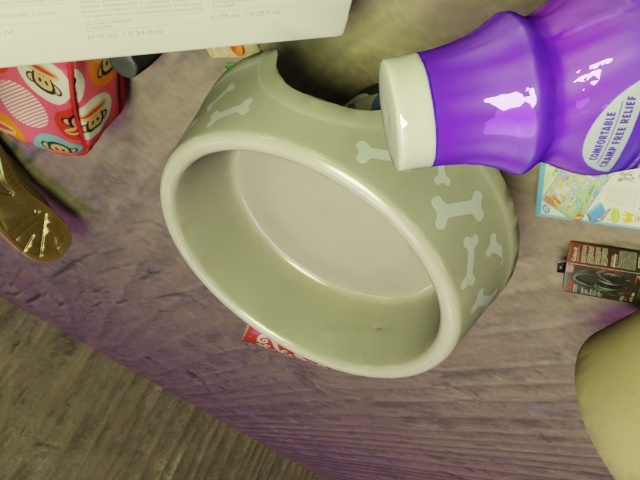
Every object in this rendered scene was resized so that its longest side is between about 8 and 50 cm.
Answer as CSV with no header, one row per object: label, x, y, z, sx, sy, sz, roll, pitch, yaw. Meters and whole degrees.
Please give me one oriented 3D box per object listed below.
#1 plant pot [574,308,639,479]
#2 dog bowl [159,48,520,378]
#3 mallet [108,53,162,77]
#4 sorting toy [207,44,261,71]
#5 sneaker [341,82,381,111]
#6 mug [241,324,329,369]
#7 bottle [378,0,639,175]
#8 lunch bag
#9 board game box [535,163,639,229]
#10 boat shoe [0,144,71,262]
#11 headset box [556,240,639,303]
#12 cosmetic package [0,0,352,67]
plant pot,0.419,0.114,0.479,0.257,0.256,0.274,26,135,-1
dog bowl,0.000,0.000,0.535,0.349,0.102,0.348,22,144,17
mallet,-0.190,-0.239,0.519,0.039,0.062,0.189,20,150,12
sorting toy,-0.092,-0.197,0.564,0.062,0.012,0.083,8,146,28
sneaker,0.033,-0.098,0.559,0.211,0.081,0.080,-6,136,41
mug,-0.040,0.155,0.997,0.169,0.113,0.150,24,153,-4
bottle,0.178,-0.096,0.323,0.283,0.092,0.118,-10,143,0
lunch bag,-0.360,-0.239,0.589,0.293,0.120,0.258,27,150,-3
board game box,0.250,-0.072,0.492,0.103,0.026,0.154,11,148,23
boat shoe,-0.587,-0.101,0.981,0.110,0.122,0.341,22,147,57
headset box,0.307,0.034,0.615,0.083,0.032,0.062,9,147,23
cosmetic package,-0.142,-0.221,0.264,0.377,0.097,0.284,-12,158,-18
